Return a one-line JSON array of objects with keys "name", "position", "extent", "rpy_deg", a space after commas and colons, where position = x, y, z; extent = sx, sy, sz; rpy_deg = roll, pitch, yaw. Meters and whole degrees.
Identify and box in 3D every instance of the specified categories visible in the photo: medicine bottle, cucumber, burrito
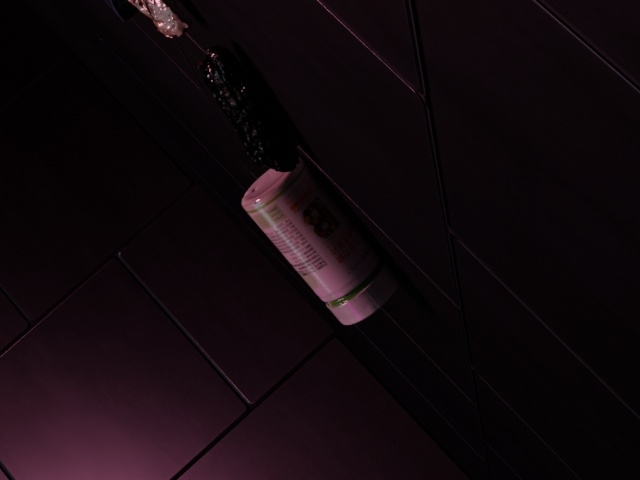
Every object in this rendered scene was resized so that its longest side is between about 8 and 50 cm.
[{"name": "medicine bottle", "position": [0.000, 0.000, 1.422], "extent": [0.183, 0.086, 0.086], "rpy_deg": [49, 174, -16]}, {"name": "cucumber", "position": [-0.071, -0.132, 1.281], "extent": [0.053, 0.053, 0.181], "rpy_deg": [43, 170, 40]}, {"name": "burrito", "position": [-0.193, -0.269, 1.278], "extent": [0.171, 0.042, 0.051], "rpy_deg": [44, 145, -5]}]

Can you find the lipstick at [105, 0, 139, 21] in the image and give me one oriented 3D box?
[{"name": "lipstick", "position": [-0.288, -0.358, 1.387], "extent": [0.312, 0.051, 0.051], "rpy_deg": [48, 176, 23]}]
